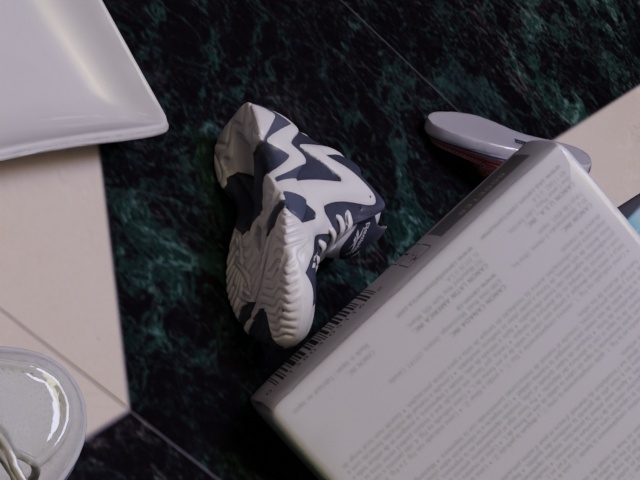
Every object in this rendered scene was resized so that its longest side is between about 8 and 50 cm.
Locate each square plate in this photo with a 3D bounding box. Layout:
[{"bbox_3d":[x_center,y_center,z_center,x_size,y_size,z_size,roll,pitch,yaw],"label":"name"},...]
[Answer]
[{"bbox_3d":[-0.306,-0.199,1.241,0.344,0.049,0.347,-18,76,-55],"label":"square plate"}]

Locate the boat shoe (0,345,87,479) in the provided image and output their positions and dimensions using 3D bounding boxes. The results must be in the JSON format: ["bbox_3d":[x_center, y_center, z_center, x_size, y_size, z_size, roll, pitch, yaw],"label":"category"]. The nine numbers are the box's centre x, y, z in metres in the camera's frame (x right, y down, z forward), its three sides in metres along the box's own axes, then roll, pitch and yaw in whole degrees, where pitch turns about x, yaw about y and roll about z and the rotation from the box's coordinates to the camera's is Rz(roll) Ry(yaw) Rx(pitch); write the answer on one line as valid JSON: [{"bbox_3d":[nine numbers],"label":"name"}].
[{"bbox_3d":[-0.236,0.116,0.949,0.367,0.156,0.136,-14,73,-55],"label":"boat shoe"}]

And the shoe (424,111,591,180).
[{"bbox_3d":[0.185,-0.072,1.736,0.178,0.081,0.063,15,29,-5],"label":"shoe"}]

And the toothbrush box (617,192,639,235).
[{"bbox_3d":[0.249,0.067,1.549,0.126,0.216,0.295,56,34,2],"label":"toothbrush box"}]

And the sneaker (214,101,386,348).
[{"bbox_3d":[0.000,0.000,1.405,0.153,0.094,0.235,17,37,-32],"label":"sneaker"}]

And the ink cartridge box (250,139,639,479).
[{"bbox_3d":[0.184,0.163,1.325,0.385,0.308,0.091,49,-9,-11],"label":"ink cartridge box"}]
